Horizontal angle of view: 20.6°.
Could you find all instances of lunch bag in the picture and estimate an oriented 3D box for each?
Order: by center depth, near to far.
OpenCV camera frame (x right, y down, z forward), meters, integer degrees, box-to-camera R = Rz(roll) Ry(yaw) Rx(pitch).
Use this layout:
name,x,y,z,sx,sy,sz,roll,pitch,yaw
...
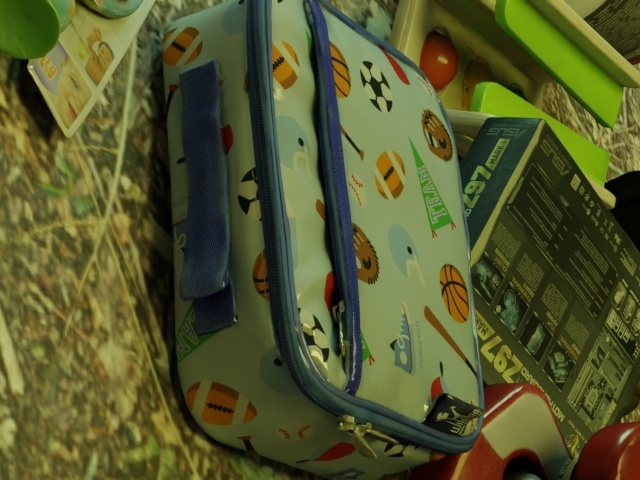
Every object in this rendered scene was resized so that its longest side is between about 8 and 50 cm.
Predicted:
name,x,y,z,sx,sy,sz,roll,pitch,yaw
lunch bag,0.000,0.000,1.088,0.243,0.115,0.303,30,47,-52

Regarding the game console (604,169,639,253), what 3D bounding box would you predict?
name,x,y,z,sx,sy,sz,roll,pitch,yaw
game console,0.391,0.083,1.726,0.361,0.213,0.044,54,29,-11

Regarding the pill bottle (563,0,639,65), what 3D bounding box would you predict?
name,x,y,z,sx,sy,sz,roll,pitch,yaw
pill bottle,0.212,-0.278,1.579,0.363,0.210,0.210,5,69,-63

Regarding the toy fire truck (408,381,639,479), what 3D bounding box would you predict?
name,x,y,z,sx,sy,sz,roll,pitch,yaw
toy fire truck,0.138,0.263,1.161,0.254,0.169,0.302,-35,107,-43

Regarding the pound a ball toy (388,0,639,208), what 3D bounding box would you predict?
name,x,y,z,sx,sy,sz,roll,pitch,yaw
pound a ball toy,0.134,-0.089,1.433,0.319,0.135,0.208,23,79,-58

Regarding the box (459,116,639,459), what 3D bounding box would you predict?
name,x,y,z,sx,sy,sz,roll,pitch,yaw
box,0.158,0.051,1.292,0.233,0.059,0.183,47,60,-36

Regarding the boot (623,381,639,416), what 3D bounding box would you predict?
name,x,y,z,sx,sy,sz,roll,pitch,yaw
boot,0.208,0.170,1.451,0.219,0.082,0.106,-2,85,-54

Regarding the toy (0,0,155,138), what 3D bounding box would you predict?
name,x,y,z,sx,sy,sz,roll,pitch,yaw
toy,-0.127,-0.176,1.008,0.137,0.056,0.237,61,27,-25
